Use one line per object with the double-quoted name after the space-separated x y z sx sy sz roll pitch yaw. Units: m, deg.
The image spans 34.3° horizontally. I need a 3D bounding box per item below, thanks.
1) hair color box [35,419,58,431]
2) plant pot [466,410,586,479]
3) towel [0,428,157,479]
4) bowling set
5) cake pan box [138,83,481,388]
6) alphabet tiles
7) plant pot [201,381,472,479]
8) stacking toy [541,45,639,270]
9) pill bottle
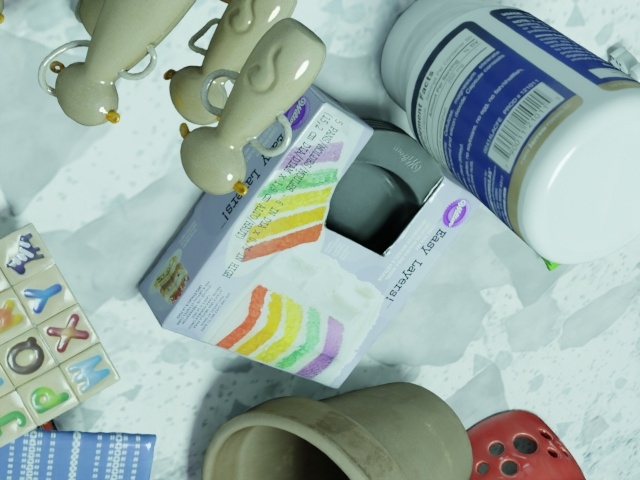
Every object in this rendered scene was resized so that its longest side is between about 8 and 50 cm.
-0.255 0.234 1.004 0.043 0.072 0.141 -25 132 -13 "hair color box"
0.263 0.344 1.336 0.191 0.174 0.191 -18 131 -22 "plant pot"
-0.330 0.257 0.935 0.336 0.040 0.243 6 118 -13 "towel"
-0.105 -0.151 0.755 0.154 0.287 0.200 -52 166 19 "bowling set"
0.000 0.000 0.998 0.245 0.070 0.267 27 105 -44 "cake pan box"
-0.303 0.065 0.836 0.198 0.009 0.237 -29 111 -11 "alphabet tiles"
0.041 0.257 1.101 0.229 0.263 0.263 -26 136 -46 "plant pot"
0.288 -0.084 1.129 0.167 0.052 0.221 -34 135 -4 "stacking toy"
0.167 -0.109 0.885 0.153 0.265 0.153 -16 130 -20 "pill bottle"
